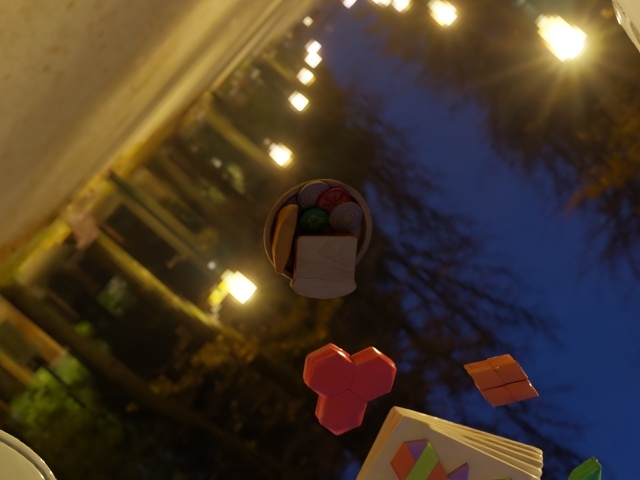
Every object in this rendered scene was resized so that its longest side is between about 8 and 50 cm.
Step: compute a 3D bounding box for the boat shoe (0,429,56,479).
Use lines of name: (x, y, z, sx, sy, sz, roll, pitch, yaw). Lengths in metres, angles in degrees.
boat shoe: (-0.275, 0.295, 1.371, 0.091, 0.302, 0.114, -13, -154, 51)

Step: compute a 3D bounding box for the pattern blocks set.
pattern blocks set: (0.103, 0.231, 1.298, 0.026, 0.325, 0.285, 47, -57, 61)

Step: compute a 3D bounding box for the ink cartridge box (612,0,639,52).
ink cartridge box: (0.370, -0.234, 1.207, 0.237, 0.100, 0.172, -22, -145, 6)

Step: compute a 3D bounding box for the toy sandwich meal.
toy sandwich meal: (0.000, 0.000, 0.992, 0.085, 0.085, 0.029, -48, -154, 6)
